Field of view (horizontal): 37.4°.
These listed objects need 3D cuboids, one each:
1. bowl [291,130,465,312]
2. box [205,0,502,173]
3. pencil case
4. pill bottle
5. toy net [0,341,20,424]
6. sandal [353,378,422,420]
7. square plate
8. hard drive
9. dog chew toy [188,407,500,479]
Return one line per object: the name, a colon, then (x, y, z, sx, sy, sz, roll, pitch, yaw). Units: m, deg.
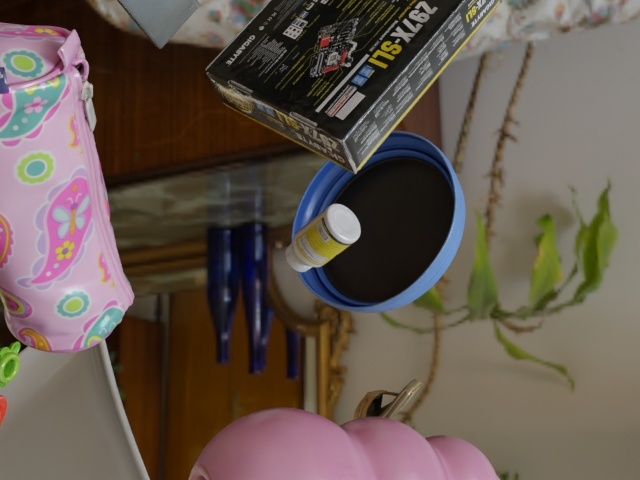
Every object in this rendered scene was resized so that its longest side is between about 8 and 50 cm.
bowl: (0.120, -0.035, 1.944, 0.391, 0.391, 0.077, -9, 155, 34)
box: (0.042, -0.271, 1.262, 0.257, 0.322, 0.079, 31, 163, 31)
pencil case: (-0.229, -0.040, 0.779, 0.124, 0.124, 0.284, -1, 128, 0)
pill bottle: (0.000, 0.000, 1.400, 0.065, 0.065, 0.116, 9, 147, -40)
toy net: (-0.347, 0.187, 0.838, 0.045, 0.232, 0.122, 14, 166, 18)
sandal: (0.070, 0.242, 1.336, 0.180, 0.049, 0.072, -42, 174, 38)
square plate: (-0.316, 0.278, 0.961, 0.344, 0.347, 0.049, -39, 133, 6)
hard drive: (-0.242, -0.358, 1.389, 0.022, 0.094, 0.135, 36, 172, 32)
dog chew toy: (0.038, 0.269, 0.955, 0.332, 0.206, 0.206, 2, 168, -24)
